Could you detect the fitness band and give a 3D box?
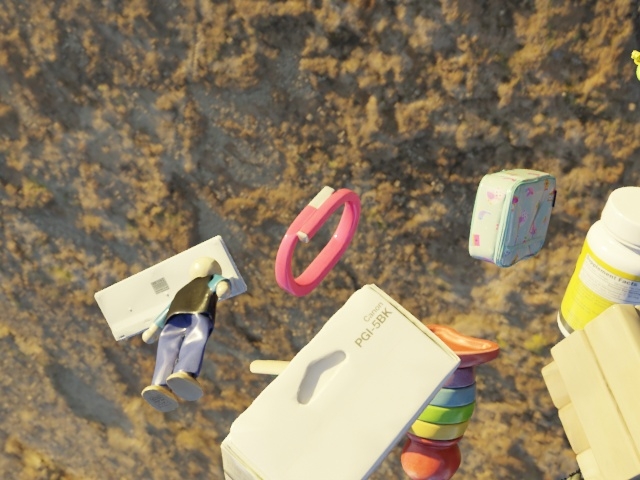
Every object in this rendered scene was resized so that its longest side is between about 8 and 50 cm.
[{"bbox_3d":[0.000,0.000,1.838,0.054,0.291,0.209,25,145,26],"label":"fitness band"}]

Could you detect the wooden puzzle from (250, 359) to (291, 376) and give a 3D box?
[{"bbox_3d":[0.015,0.267,1.582,0.220,0.044,0.238,-5,168,43],"label":"wooden puzzle"}]

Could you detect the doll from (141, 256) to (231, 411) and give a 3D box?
[{"bbox_3d":[-0.142,0.088,0.845,0.129,0.189,0.046,-28,124,30],"label":"doll"}]

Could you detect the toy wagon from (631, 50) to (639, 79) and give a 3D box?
[{"bbox_3d":[0.794,-0.325,1.692,0.344,0.267,0.068,48,123,54],"label":"toy wagon"}]

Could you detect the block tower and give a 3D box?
[{"bbox_3d":[0.301,0.099,0.534,0.335,0.097,0.091,4,145,-29],"label":"block tower"}]

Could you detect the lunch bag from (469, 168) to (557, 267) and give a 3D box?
[{"bbox_3d":[0.462,-0.052,1.890,0.107,0.279,0.224,16,107,36],"label":"lunch bag"}]

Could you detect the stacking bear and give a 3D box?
[{"bbox_3d":[0.222,0.329,1.526,0.175,0.164,0.289,16,105,48],"label":"stacking bear"}]

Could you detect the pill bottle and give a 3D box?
[{"bbox_3d":[0.398,0.043,1.047,0.119,0.119,0.209,22,128,18],"label":"pill bottle"}]

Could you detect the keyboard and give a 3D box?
[{"bbox_3d":[-0.194,0.065,0.993,0.256,0.014,0.072,-23,90,37],"label":"keyboard"}]

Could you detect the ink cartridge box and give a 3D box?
[{"bbox_3d":[0.005,0.094,0.390,0.056,0.099,0.135,40,158,13],"label":"ink cartridge box"}]

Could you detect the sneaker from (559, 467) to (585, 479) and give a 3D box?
[{"bbox_3d":[0.523,0.520,1.571,0.106,0.078,0.234,58,-175,31],"label":"sneaker"}]
